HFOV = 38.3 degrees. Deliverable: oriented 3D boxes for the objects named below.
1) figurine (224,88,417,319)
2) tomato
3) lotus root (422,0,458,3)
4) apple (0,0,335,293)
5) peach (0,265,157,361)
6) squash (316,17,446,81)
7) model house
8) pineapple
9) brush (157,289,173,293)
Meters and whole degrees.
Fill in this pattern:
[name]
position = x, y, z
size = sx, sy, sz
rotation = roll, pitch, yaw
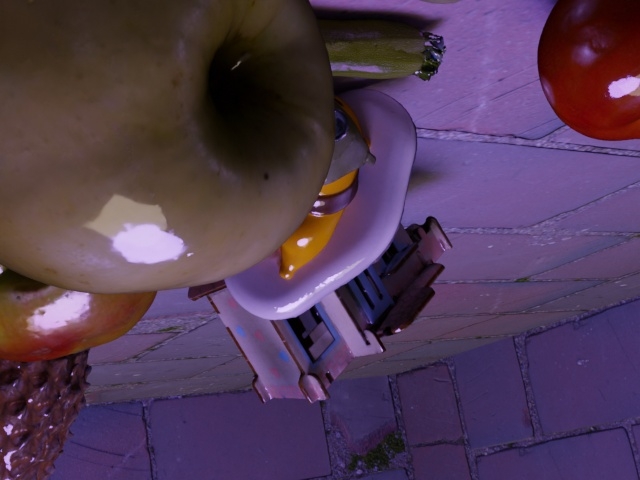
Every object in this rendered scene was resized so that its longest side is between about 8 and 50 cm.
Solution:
[figurine]
position = -0.019, -0.042, 0.837
size = 0.166, 0.250, 0.141
rotation = 27, -178, 16
[tomato]
position = 0.273, -0.161, 0.748
size = 0.195, 0.136, 0.195
rotation = -7, 163, -2
[lotus root]
position = 0.084, -0.200, 0.571
size = 0.077, 0.090, 0.183
rotation = -34, 177, -22
[apple]
position = -0.122, -0.086, 0.542
size = 0.262, 0.262, 0.262
rotation = -9, 165, -3
[peach]
position = -0.259, 0.011, 0.882
size = 0.231, 0.231, 0.231
rotation = -9, 165, -3
[squash]
position = 0.021, -0.158, 0.759
size = 0.183, 0.052, 0.052
rotation = -5, 164, -25
[model house]
position = 0.000, 0.000, 1.057
size = 0.169, 0.244, 0.326
rotation = -24, -166, 45
[pineapple]
position = -0.330, 0.124, 1.065
size = 0.202, 0.362, 0.202
rotation = 30, 162, 11
[brush]
position = -0.240, 0.056, 1.401
size = 0.321, 0.050, 0.060
rotation = -12, 164, -24
